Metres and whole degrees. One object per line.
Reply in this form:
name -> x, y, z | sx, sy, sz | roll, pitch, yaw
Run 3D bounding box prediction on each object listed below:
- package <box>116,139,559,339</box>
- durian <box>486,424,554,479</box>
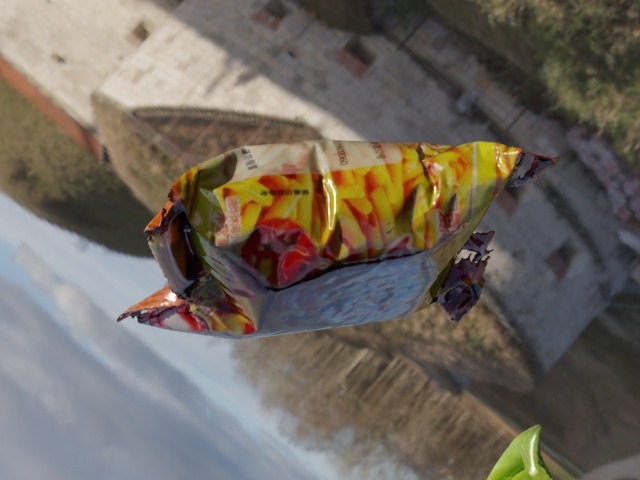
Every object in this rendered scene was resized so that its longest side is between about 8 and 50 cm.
package -> 0.002, -0.003, 0.737 | 0.223, 0.288, 0.108 | 117, 142, -60
durian -> 0.112, 0.239, 0.585 | 0.101, 0.139, 0.250 | 26, -137, -22
